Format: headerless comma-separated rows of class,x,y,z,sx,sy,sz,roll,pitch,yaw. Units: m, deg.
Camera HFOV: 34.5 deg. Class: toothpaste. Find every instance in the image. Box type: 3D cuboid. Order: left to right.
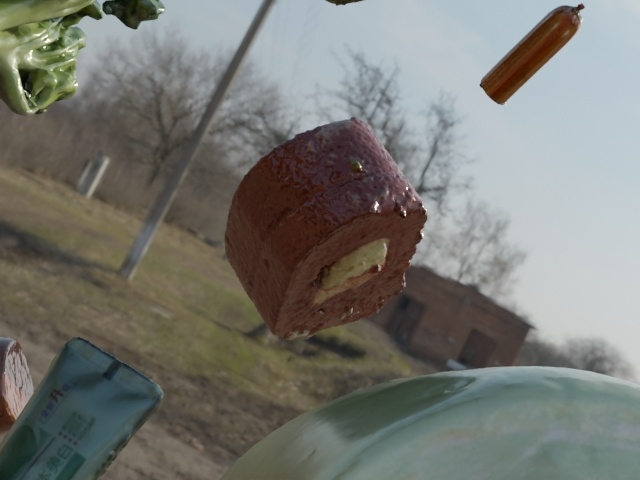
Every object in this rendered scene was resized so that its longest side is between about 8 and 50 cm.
toothpaste,-0.159,0.147,0.492,0.064,0.218,0.041,27,-18,22

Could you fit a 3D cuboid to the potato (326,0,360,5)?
potato,0.071,-0.272,0.829,0.225,0.117,0.090,-28,-47,32

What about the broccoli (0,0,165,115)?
broccoli,-0.256,-0.191,0.581,0.324,0.272,0.334,42,-38,-5

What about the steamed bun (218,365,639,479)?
steamed bun,0.139,0.243,0.828,0.455,0.290,0.371,5,-5,-16

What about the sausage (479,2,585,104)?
sausage,0.177,-0.158,0.848,0.031,0.107,0.031,25,40,-24

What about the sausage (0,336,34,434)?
sausage,-0.411,0.152,0.975,0.259,0.114,0.113,-6,1,-5

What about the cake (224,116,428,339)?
cake,0.000,0.000,1.165,0.151,0.177,0.283,56,-22,21
